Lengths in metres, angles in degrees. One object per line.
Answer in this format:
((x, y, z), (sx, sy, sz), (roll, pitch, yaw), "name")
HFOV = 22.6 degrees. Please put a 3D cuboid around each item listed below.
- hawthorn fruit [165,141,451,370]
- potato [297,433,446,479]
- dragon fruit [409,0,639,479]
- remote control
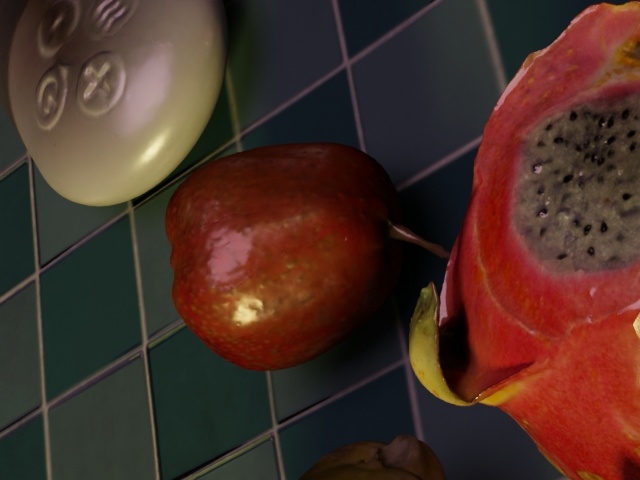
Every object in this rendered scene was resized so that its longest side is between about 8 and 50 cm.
((0.000, 0.000, 1.079), (0.203, 0.162, 0.162), (-15, 61, 16), "hawthorn fruit")
((0.011, 0.277, 0.891), (0.202, 0.218, 0.351), (5, 73, 19), "potato")
((0.187, 0.009, 0.842), (0.291, 0.189, 0.290), (-19, 62, 39), "dragon fruit")
((-0.185, -0.167, 1.351), (0.221, 0.103, 0.332), (-51, 44, 14), "remote control")
